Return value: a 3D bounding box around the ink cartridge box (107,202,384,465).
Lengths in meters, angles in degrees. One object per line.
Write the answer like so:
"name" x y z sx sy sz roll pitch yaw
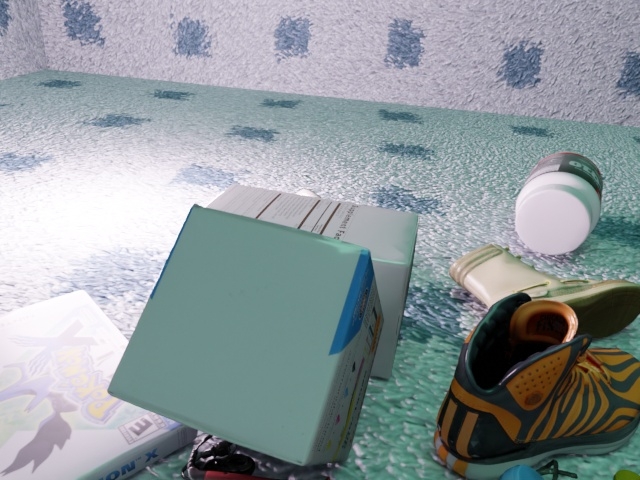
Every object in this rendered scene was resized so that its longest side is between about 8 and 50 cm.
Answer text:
"ink cartridge box" -0.043 0.105 0.499 0.168 0.233 0.171 13 71 15

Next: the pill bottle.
"pill bottle" 0.513 -0.083 1.109 0.161 0.161 0.283 16 29 23

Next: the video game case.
"video game case" -0.350 0.180 0.569 0.300 0.036 0.329 -19 35 -39

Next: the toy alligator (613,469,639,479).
"toy alligator" 0.341 0.260 0.498 0.189 0.056 0.051 2 26 -5

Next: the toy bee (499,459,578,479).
"toy bee" 0.163 0.252 0.374 0.298 0.195 0.162 0 49 -33

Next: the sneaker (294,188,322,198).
"sneaker" 0.000 0.000 0.959 0.118 0.107 0.279 -32 37 -23

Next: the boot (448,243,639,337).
"boot" 0.367 0.075 0.844 0.262 0.095 0.203 -9 28 -17

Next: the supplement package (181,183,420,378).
"supplement package" -0.022 0.047 0.734 0.293 0.178 0.175 11 26 11

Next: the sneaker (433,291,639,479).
"sneaker" 0.279 0.145 0.582 0.321 0.180 0.124 -11 30 -29

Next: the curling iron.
"curling iron" -0.003 0.239 0.507 0.274 0.035 0.068 8 26 8
